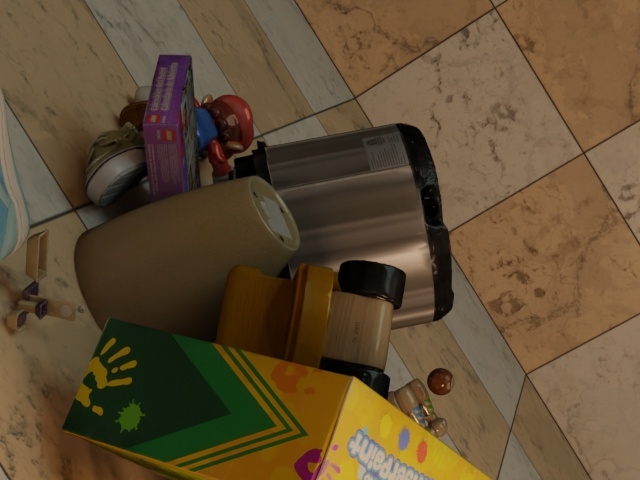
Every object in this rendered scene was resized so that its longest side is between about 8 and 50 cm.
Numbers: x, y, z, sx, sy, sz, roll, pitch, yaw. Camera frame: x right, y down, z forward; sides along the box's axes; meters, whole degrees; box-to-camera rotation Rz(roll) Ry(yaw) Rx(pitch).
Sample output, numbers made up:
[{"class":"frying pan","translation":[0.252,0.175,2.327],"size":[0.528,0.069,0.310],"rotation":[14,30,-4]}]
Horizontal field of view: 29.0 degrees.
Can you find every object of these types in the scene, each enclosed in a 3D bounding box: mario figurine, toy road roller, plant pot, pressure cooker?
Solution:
[{"class":"mario figurine","translation":[-0.250,-0.183,2.299],"size":[0.320,0.170,0.198],"rotation":[-11,106,-60]},{"class":"toy road roller","translation":[-0.026,0.134,1.748],"size":[0.329,0.240,0.203],"rotation":[117,-16,-74]},{"class":"plant pot","translation":[-0.175,0.027,1.838],"size":[0.256,0.274,0.256],"rotation":[51,19,-25]},{"class":"pressure cooker","translation":[-0.001,-0.005,2.176],"size":[0.370,0.420,0.376],"rotation":[-141,-140,-85]}]

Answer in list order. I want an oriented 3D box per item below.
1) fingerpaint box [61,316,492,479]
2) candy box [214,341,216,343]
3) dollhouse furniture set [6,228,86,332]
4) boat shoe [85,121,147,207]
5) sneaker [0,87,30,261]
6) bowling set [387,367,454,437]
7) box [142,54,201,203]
[{"class":"fingerpaint box","translation":[-0.037,0.273,1.582],"size":[0.445,0.371,0.163],"rotation":[41,64,-52]},{"class":"candy box","translation":[-0.076,0.212,1.988],"size":[0.233,0.159,0.071],"rotation":[45,24,-35]},{"class":"dollhouse furniture set","translation":[-0.342,0.053,1.573],"size":[0.091,0.081,0.114],"rotation":[-56,155,-69]},{"class":"boat shoe","translation":[-0.331,-0.127,1.984],"size":[0.094,0.109,0.302],"rotation":[44,9,-4]},{"class":"sneaker","translation":[-0.443,-0.085,1.437],"size":[0.208,0.127,0.319],"rotation":[-75,152,-63]},{"class":"bowling set","translation":[0.191,0.357,2.426],"size":[0.154,0.199,0.287],"rotation":[62,22,6]},{"class":"box","translation":[-0.235,-0.123,1.992],"size":[0.201,0.057,0.293],"rotation":[-89,179,-51]}]
